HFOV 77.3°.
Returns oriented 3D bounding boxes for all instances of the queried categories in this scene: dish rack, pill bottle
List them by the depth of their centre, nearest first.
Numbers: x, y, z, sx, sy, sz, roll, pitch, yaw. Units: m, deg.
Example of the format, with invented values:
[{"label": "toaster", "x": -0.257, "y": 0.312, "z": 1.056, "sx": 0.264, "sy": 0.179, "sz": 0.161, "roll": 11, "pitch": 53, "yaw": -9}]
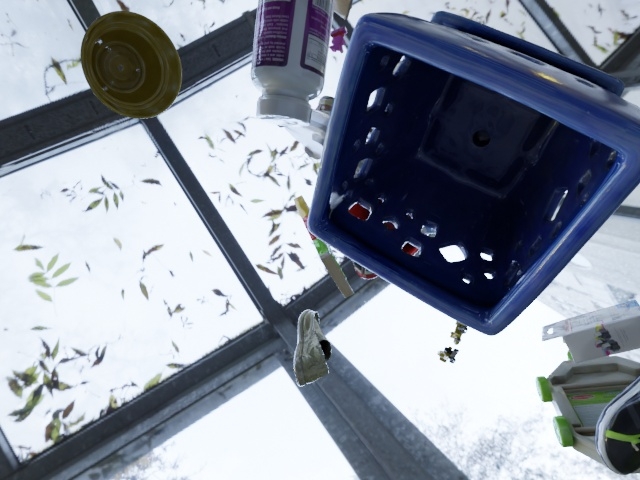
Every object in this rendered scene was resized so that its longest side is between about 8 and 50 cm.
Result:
[{"label": "pill bottle", "x": -0.067, "y": -0.419, "z": 0.900, "sx": 0.170, "sy": 0.169, "sz": 0.301, "roll": 5, "pitch": -83, "yaw": -27}, {"label": "dish rack", "x": 0.002, "y": -0.297, "z": 1.206, "sx": 0.072, "sy": 0.333, "sz": 0.286, "roll": -54, "pitch": -43, "yaw": 1}]

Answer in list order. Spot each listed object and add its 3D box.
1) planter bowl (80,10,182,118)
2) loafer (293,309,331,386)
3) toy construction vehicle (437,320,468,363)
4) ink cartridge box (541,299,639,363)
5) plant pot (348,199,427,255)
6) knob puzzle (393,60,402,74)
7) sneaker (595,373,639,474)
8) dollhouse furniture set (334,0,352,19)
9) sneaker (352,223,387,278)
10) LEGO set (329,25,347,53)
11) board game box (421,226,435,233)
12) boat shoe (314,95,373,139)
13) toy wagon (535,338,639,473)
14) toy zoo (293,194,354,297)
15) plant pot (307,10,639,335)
[{"label": "planter bowl", "x": -0.435, "y": -0.389, "z": 0.903, "sx": 0.217, "sy": 0.090, "sz": 0.217, "roll": -21, "pitch": -61, "yaw": -42}, {"label": "loafer", "x": -0.016, "y": 0.287, "z": 1.094, "sx": 0.092, "sy": 0.268, "sz": 0.101, "roll": -3, "pitch": -62, "yaw": 4}, {"label": "toy construction vehicle", "x": 0.263, "y": 0.199, "z": 0.798, "sx": 0.085, "sy": 0.035, "sz": 0.098, "roll": -62, "pitch": -20, "yaw": -19}, {"label": "ink cartridge box", "x": 0.551, "y": 0.187, "z": 0.802, "sx": 0.104, "sy": 0.181, "sz": 0.061, "roll": -15, "pitch": -101, "yaw": -59}, {"label": "plant pot", "x": 0.246, "y": -0.076, "z": 1.308, "sx": 0.243, "sy": 0.275, "sz": 0.274, "roll": -22, "pitch": -63, "yaw": -59}, {"label": "knob puzzle", "x": 0.218, "y": -0.269, "z": 0.786, "sx": 0.030, "sy": 0.213, "sz": 0.213, "roll": -37, "pitch": -64, "yaw": -4}, {"label": "sneaker", "x": 0.502, "y": 0.257, "z": 0.583, "sx": 0.084, "sy": 0.097, "sz": 0.234, "roll": 27, "pitch": -81, "yaw": -5}, {"label": "dollhouse furniture set", "x": 0.117, "y": -0.692, "z": 1.085, "sx": 0.151, "sy": 0.123, "sz": 0.144, "roll": -13, "pitch": -38, "yaw": -30}, {"label": "sneaker", "x": 0.148, "y": 0.042, "z": 1.064, "sx": 0.108, "sy": 0.279, "sz": 0.118, "roll": -3, "pitch": -69, "yaw": 14}, {"label": "LEGO set", "x": -0.038, "y": -0.560, "z": 1.171, "sx": 0.087, "sy": 0.228, "sz": 0.093, "roll": 15, "pitch": -114, "yaw": -66}, {"label": "board game box", "x": 0.270, "y": -0.043, "z": 0.893, "sx": 0.090, "sy": 0.090, "sz": 0.020, "roll": -3, "pitch": -116, "yaw": -15}, {"label": "boat shoe", "x": 0.092, "y": -0.368, "z": 1.297, "sx": 0.119, "sy": 0.324, "sz": 0.123, "roll": -56, "pitch": -41, "yaw": -2}, {"label": "toy wagon", "x": 0.601, "y": 0.314, "z": 0.826, "sx": 0.268, "sy": 0.344, "sz": 0.068, "roll": -11, "pitch": -73, "yaw": 16}, {"label": "toy zoo", "x": 0.000, "y": 0.000, "z": 1.113, "sx": 0.030, "sy": 0.293, "sz": 0.192, "roll": -28, "pitch": -43, "yaw": 2}, {"label": "plant pot", "x": 0.149, "y": -0.087, "z": 0.418, "sx": 0.212, "sy": 0.236, "sz": 0.235, "roll": -47, "pitch": -19, "yaw": -44}]
